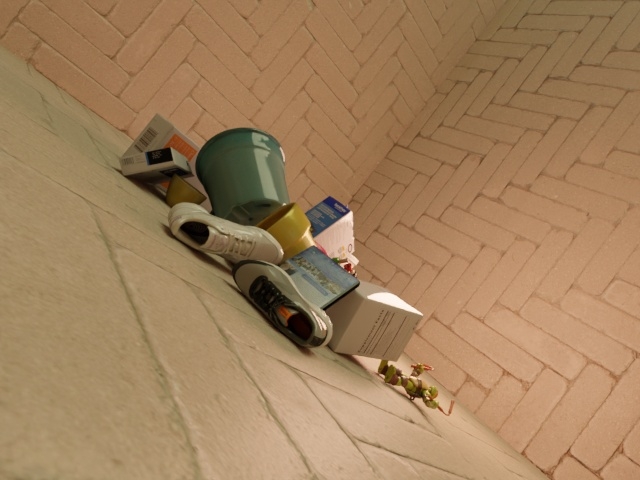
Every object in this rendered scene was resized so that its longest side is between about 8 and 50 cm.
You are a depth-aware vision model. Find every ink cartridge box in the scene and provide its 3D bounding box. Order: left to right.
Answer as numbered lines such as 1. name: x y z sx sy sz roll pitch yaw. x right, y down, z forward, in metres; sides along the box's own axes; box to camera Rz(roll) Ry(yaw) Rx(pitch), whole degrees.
1. ink cartridge box: -0.544 -0.248 1.545 0.332 0.165 0.065 -172 -111 -84
2. ink cartridge box: 0.000 0.000 1.937 0.151 0.395 0.270 40 -26 33

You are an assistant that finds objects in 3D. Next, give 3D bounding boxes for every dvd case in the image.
1. dvd case: -0.039 0.114 1.174 0.180 0.253 0.022 38 -46 24

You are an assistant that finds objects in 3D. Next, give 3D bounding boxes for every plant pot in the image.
1. plant pot: -0.468 -0.149 1.538 0.134 0.095 0.134 38 -2 2
2. plant pot: -0.255 -0.166 1.626 0.341 0.341 0.334 40 22 -48
3. plant pot: -0.108 0.053 1.370 0.239 0.254 0.254 55 -5 -13

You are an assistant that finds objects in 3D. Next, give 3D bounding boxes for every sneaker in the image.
1. sneaker: -0.234 0.010 1.128 0.304 0.114 0.152 21 11 -20
2. sneaker: -0.089 0.132 0.994 0.271 0.100 0.108 38 4 15

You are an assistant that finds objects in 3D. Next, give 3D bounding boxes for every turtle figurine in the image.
1. turtle figurine: 0.288 0.445 1.431 0.217 0.087 0.269 28 16 -12

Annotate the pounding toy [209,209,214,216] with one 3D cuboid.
1. pounding toy: -0.352 -0.087 1.805 0.269 0.155 0.154 37 -6 41

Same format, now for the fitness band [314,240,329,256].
1. fitness band: -0.078 0.083 1.564 0.209 0.054 0.290 55 -41 0

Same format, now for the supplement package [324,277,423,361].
1. supplement package: 0.127 0.228 1.350 0.292 0.175 0.177 22 10 -42

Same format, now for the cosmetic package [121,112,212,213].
1. cosmetic package: -0.544 -0.279 1.866 0.161 0.230 0.453 38 -1 36

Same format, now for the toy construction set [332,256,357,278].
1. toy construction set: 0.016 0.192 1.779 0.237 0.258 0.309 -6 -35 12

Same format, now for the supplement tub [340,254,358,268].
1. supplement tub: 0.034 0.155 2.155 0.191 0.272 0.191 38 -1 1
